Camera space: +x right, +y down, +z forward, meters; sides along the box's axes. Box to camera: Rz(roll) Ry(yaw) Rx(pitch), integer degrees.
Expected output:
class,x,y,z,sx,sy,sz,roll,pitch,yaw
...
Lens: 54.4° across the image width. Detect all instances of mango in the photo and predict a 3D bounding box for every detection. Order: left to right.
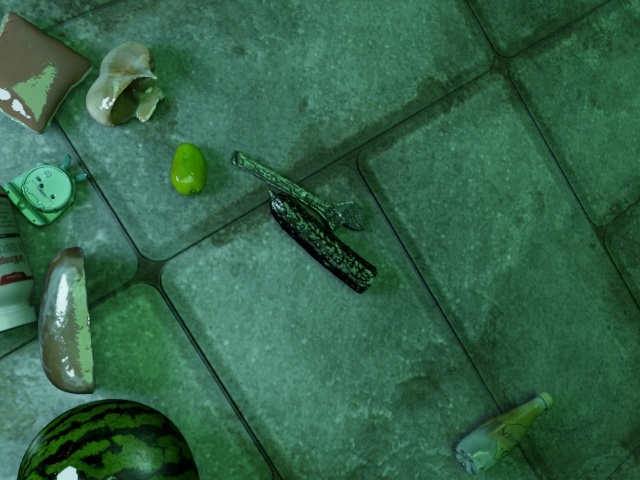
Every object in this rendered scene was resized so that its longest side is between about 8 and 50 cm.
class,x,y,z,sx,sy,sz,roll,pitch,yaw
mango,-0.260,-0.141,1.231,0.073,0.056,0.108,-2,81,-26

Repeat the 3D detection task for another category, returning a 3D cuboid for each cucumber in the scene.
class,x,y,z,sx,sy,sz,roll,pitch,yaw
cucumber,-0.001,0.001,1.302,0.300,0.072,0.072,40,71,-11

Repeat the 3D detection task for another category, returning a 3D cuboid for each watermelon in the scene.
class,x,y,z,sx,sy,sz,roll,pitch,yaw
watermelon,-0.344,0.404,1.012,0.285,0.285,0.285,3,82,-20

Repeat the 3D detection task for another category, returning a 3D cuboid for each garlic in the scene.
class,x,y,z,sx,sy,sz,roll,pitch,yaw
garlic,-0.375,-0.296,1.192,0.124,0.099,0.174,30,74,1

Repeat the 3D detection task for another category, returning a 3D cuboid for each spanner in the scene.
class,x,y,z,sx,sy,sz,roll,pitch,yaw
spanner,-0.044,-0.101,1.323,0.325,0.026,0.093,30,73,-13

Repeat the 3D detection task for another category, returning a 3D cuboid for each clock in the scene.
class,x,y,z,sx,sy,sz,roll,pitch,yaw
clock,-0.499,-0.097,1.144,0.135,0.041,0.101,-44,99,-20

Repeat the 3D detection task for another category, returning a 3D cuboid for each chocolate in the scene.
class,x,y,z,sx,sy,sz,roll,pitch,yaw
chocolate,-0.442,0.139,1.069,0.080,0.157,0.254,-4,84,-25

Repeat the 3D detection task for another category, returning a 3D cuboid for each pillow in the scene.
class,x,y,z,sx,sy,sz,roll,pitch,yaw
pillow,-0.536,-0.301,1.140,0.171,0.075,0.179,31,73,-14

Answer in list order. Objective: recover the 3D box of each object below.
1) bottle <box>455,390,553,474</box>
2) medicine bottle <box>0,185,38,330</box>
class,x,y,z,sx,sy,sz,roll,pitch,yaw
bottle,0.420,0.420,1.394,0.270,0.083,0.083,-29,93,-23
medicine bottle,-0.568,0.034,1.054,0.131,0.131,0.250,-18,89,-21
